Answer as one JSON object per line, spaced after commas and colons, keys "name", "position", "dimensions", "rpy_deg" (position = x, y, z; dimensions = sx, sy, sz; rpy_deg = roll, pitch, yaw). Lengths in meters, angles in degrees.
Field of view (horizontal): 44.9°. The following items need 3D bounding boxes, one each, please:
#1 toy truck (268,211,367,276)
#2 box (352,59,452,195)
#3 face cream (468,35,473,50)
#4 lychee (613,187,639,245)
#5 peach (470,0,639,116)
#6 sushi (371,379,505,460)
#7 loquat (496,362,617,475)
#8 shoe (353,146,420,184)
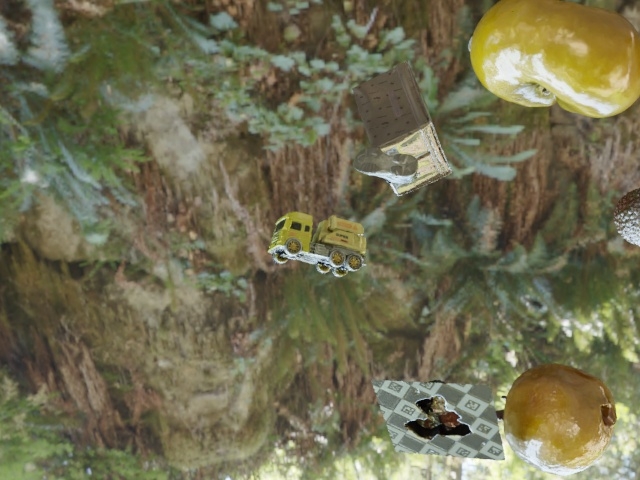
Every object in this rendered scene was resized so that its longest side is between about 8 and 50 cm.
{"name": "toy truck", "position": [0.000, 0.000, 2.171], "dimensions": [0.272, 0.157, 0.124], "rpy_deg": [14, 162, -19]}
{"name": "box", "position": [0.239, -0.329, 2.281], "dimensions": [0.190, 0.225, 0.297], "rpy_deg": [-23, -133, 13]}
{"name": "face cream", "position": [0.425, -0.432, 1.812], "dimensions": [0.182, 0.072, 0.051], "rpy_deg": [16, -168, -32]}
{"name": "lychee", "position": [0.884, -0.063, 2.109], "dimensions": [0.165, 0.197, 0.165], "rpy_deg": [-11, -119, 21]}
{"name": "peach", "position": [0.243, -0.186, 0.793], "dimensions": [0.179, 0.103, 0.179], "rpy_deg": [18, -173, -2]}
{"name": "sushi", "position": [0.237, 0.336, 1.520], "dimensions": [0.231, 0.220, 0.047], "rpy_deg": [-2, -143, 24]}
{"name": "loquat", "position": [0.481, 0.361, 1.568], "dimensions": [0.193, 0.238, 0.238], "rpy_deg": [23, -169, -40]}
{"name": "shoe", "position": [0.165, -0.169, 1.883], "dimensions": [0.169, 0.099, 0.071], "rpy_deg": [11, -108, 25]}
